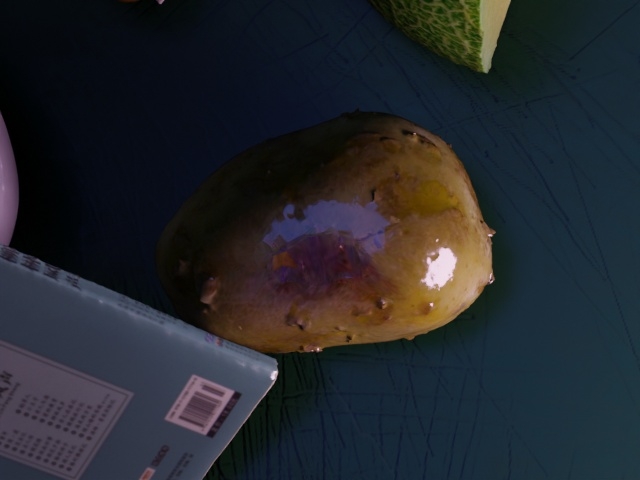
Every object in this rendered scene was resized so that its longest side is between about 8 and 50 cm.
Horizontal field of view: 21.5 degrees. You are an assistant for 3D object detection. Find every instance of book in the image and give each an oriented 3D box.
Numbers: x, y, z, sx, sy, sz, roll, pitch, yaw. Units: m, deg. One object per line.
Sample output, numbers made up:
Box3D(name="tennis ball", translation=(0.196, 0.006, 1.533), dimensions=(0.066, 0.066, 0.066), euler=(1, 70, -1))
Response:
Box3D(name="book", translation=(-0.262, 0.134, 1.475), dimensions=(0.379, 0.031, 0.264), euler=(25, 117, -20))

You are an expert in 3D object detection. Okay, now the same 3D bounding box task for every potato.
Box3D(name="potato", translation=(0.000, 0.000, 1.509), dimensions=(0.307, 0.173, 0.210), euler=(-14, 99, 9))

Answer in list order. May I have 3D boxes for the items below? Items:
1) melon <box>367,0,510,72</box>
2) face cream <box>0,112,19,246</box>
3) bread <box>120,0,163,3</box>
Box3D(name="melon", translation=(0.091, -0.333, 1.450), dimensions=(0.226, 0.343, 0.331), euler=(-23, 76, 6))
Box3D(name="face cream", translation=(-0.440, -0.032, 1.599), dimensions=(0.312, 0.219, 0.357), euler=(-15, 83, 8))
Box3D(name="bread", translation=(-0.239, -0.334, 1.632), dimensions=(0.107, 0.136, 0.241), euler=(-46, 76, 5))
